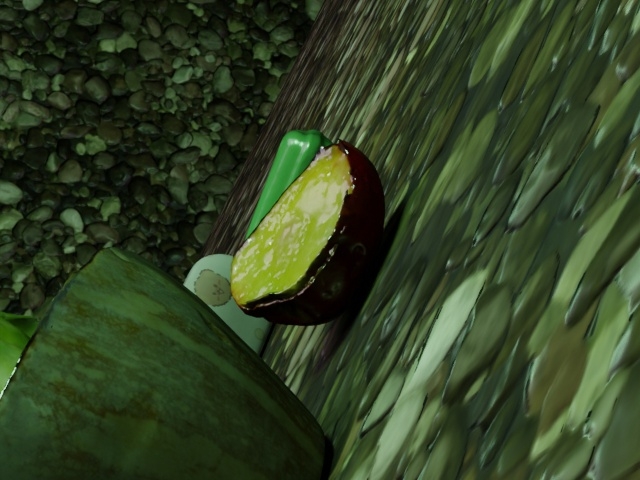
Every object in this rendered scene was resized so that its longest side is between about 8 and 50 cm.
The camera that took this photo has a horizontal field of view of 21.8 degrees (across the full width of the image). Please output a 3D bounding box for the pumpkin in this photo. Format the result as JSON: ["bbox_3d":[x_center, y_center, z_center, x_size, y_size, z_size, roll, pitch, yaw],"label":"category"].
[{"bbox_3d":[-0.065,0.117,0.612,0.217,0.110,0.217,16,-90,-88],"label":"pumpkin"}]

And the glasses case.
[{"bbox_3d":[-0.074,0.077,1.019,0.041,0.063,0.164,-55,9,52],"label":"glasses case"}]

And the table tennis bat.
[{"bbox_3d":[-0.051,0.041,1.147,0.160,0.039,0.257,-80,13,-75],"label":"table tennis bat"}]

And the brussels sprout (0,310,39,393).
[{"bbox_3d":[-0.235,0.190,1.106,0.259,0.227,0.294,130,133,-56],"label":"brussels sprout"}]

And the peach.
[{"bbox_3d":[0.000,0.000,0.753,0.077,0.050,0.083,-15,53,51],"label":"peach"}]
